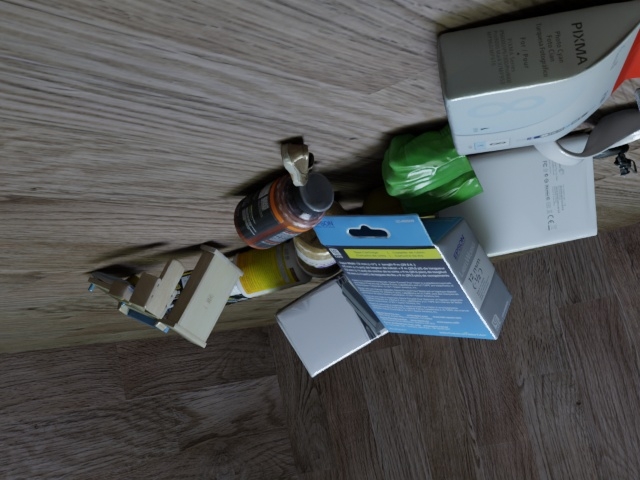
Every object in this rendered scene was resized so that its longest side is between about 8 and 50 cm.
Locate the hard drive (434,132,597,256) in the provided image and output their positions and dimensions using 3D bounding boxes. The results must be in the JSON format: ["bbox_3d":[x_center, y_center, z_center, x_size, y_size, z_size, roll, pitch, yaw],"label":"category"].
[{"bbox_3d":[0.371,-0.078,1.689,0.307,0.203,0.040,-11,-161,-4],"label":"hard drive"}]

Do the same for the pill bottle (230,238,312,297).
[{"bbox_3d":[-0.133,0.070,2.150,0.215,0.117,0.117,-15,170,18],"label":"pill bottle"}]

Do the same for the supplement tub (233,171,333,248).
[{"bbox_3d":[-0.061,-0.056,1.534,0.106,0.106,0.198,-5,169,-37],"label":"supplement tub"}]

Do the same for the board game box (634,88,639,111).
[{"bbox_3d":[0.606,-0.216,1.442,0.154,0.103,0.026,-14,170,11],"label":"board game box"}]

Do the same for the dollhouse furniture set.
[{"bbox_3d":[-0.388,0.073,2.018,0.303,0.198,0.286,17,163,31],"label":"dollhouse furniture set"}]

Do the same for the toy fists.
[{"bbox_3d":[0.184,-0.116,1.508,0.142,0.096,0.279,-26,163,10],"label":"toy fists"}]

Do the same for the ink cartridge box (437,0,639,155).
[{"bbox_3d":[0.351,-0.203,1.125,0.385,0.091,0.308,-6,171,11],"label":"ink cartridge box"}]

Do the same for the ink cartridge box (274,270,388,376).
[{"bbox_3d":[0.107,0.132,2.024,0.395,0.166,0.285,-30,178,0],"label":"ink cartridge box"}]

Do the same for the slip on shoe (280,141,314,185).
[{"bbox_3d":[-0.029,-0.121,1.374,0.041,0.051,0.135,-11,163,7],"label":"slip on shoe"}]

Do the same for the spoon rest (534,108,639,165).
[{"bbox_3d":[0.492,-0.181,1.567,0.276,0.084,0.137,-6,169,-27],"label":"spoon rest"}]

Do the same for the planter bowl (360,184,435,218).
[{"bbox_3d":[0.154,-0.065,1.794,0.217,0.090,0.217,-13,172,-2],"label":"planter bowl"}]

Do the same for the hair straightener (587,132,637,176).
[{"bbox_3d":[0.587,-0.164,1.767,0.047,0.089,0.230,-20,168,29],"label":"hair straightener"}]

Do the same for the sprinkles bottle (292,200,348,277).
[{"bbox_3d":[0.000,0.000,1.898,0.121,0.121,0.355,-12,170,-1],"label":"sprinkles bottle"}]

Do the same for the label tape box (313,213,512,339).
[{"bbox_3d":[0.167,0.035,1.622,0.249,0.115,0.348,0,138,40],"label":"label tape box"}]

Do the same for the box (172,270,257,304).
[{"bbox_3d":[-0.356,0.149,2.462,0.257,0.079,0.322,-17,170,18],"label":"box"}]
